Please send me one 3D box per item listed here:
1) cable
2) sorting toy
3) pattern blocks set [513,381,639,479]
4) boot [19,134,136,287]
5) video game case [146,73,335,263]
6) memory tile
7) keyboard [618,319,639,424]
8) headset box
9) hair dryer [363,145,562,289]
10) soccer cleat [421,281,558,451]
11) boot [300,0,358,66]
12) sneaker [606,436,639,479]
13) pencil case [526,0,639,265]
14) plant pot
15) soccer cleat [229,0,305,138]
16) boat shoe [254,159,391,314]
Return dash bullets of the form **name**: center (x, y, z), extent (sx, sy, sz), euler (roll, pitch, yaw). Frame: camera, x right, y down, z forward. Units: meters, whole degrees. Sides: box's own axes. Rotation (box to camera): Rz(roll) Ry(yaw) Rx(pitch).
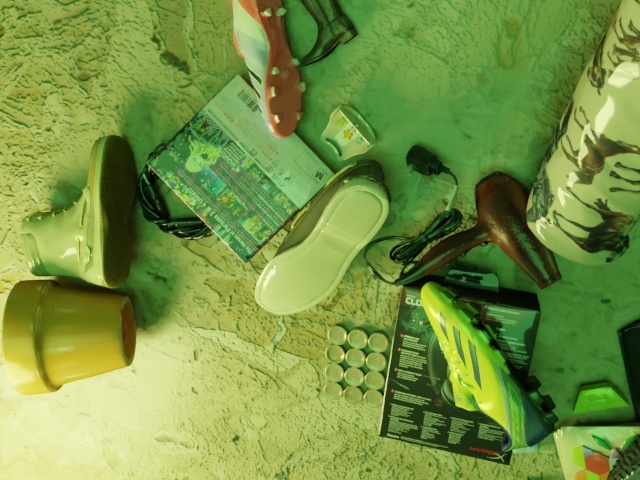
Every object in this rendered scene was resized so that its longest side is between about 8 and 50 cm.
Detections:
- **cable**: center (-0.235, -0.070, 1.259), extent (0.184, 0.047, 0.151), euler (34, 111, 2)
- **sorting toy**: center (0.040, -0.167, 1.170), extent (0.075, 0.045, 0.083), euler (-39, 94, 28)
- **pattern blocks set**: center (0.491, 0.369, 1.205), extent (0.324, 0.026, 0.285), euler (-22, 98, 24)
- **boot**: center (-0.430, -0.055, 1.282), extent (0.203, 0.095, 0.262), euler (4, 96, 26)
- **video game case**: center (-0.128, -0.116, 1.191), extent (0.210, 0.042, 0.232), euler (-45, 92, 1)
- **memory tile**: center (0.062, 0.223, 1.290), extent (0.113, 0.012, 0.148), euler (7, 108, 12)
- **keyboard**: center (0.607, 0.259, 1.160), extent (0.201, 0.033, 0.317), euler (-12, 104, 23)
- **headset box**: center (0.225, 0.188, 1.182), extent (0.218, 0.110, 0.293), euler (9, 104, 11)
- **hair dryer**: center (0.233, -0.004, 1.127), extent (0.293, 0.080, 0.224), euler (21, 91, 19)
- **soccer cleat**: center (0.228, 0.191, 1.076), extent (0.121, 0.093, 0.289), euler (-38, 93, 19)
- **boot**: center (-0.012, -0.342, 1.132), extent (0.106, 0.037, 0.114), euler (-31, 98, 11)
- **sneaker**: center (0.581, 0.309, 1.083), extent (0.319, 0.112, 0.131), euler (-45, 83, 18)
- **pencil case**: center (0.408, -0.142, 0.942), extent (0.183, 0.160, 0.410), euler (12, 139, 1)
- **plant pot**: center (-0.438, 0.168, 1.309), extent (0.187, 0.205, 0.205), euler (-3, 105, -1)
- **soccer cleat**: center (-0.089, -0.283, 1.146), extent (0.095, 0.083, 0.248), euler (-1, 103, 44)
- **boat shoe**: center (0.000, 0.000, 1.191), extent (0.116, 0.097, 0.324), euler (28, 127, -16)
